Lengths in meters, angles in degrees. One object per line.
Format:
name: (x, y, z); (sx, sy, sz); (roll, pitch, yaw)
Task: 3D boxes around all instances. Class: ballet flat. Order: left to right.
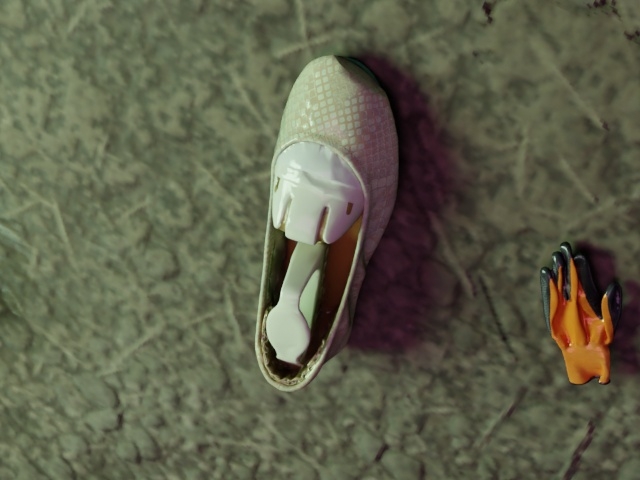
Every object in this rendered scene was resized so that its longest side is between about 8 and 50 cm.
ballet flat: (0.000, 0.000, 0.637); (0.057, 0.052, 0.168); (16, 128, 13)

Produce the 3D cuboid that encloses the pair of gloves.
pair of gloves: (0.138, 0.032, 0.625); (0.083, 0.010, 0.074); (-3, 121, 23)
